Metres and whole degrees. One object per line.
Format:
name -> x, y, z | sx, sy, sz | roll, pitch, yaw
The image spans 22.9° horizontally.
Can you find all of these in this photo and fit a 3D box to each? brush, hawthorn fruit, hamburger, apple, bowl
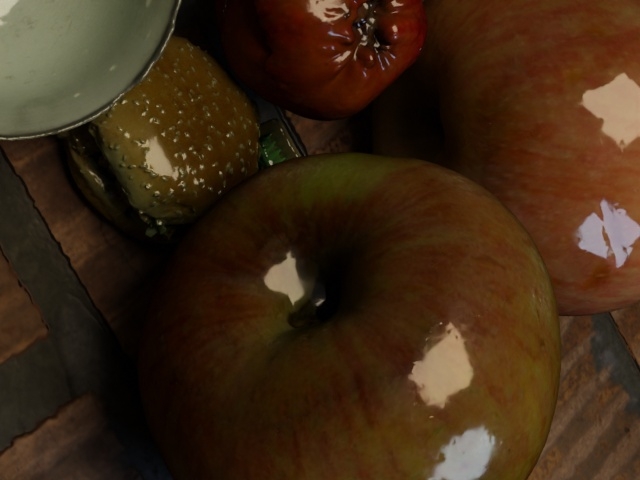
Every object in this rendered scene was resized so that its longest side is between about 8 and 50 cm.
brush -> 0.000, 0.000, 1.678 | 0.048, 0.054, 0.282 | -40, 106, -31
hawthorn fruit -> -0.014, -0.234, 1.596 | 0.211, 0.299, 0.211 | -5, 105, -17
hamburger -> -0.142, -0.105, 1.533 | 0.215, 0.122, 0.189 | -40, 102, -44
apple -> 0.032, 0.116, 1.457 | 0.333, 0.400, 0.400 | 61, 40, -54
bowl -> -0.289, -0.245, 1.400 | 0.313, 0.146, 0.313 | -2, 95, -22
apple -> 0.240, -0.112, 1.709 | 0.346, 0.391, 0.391 | -1, 80, -21
